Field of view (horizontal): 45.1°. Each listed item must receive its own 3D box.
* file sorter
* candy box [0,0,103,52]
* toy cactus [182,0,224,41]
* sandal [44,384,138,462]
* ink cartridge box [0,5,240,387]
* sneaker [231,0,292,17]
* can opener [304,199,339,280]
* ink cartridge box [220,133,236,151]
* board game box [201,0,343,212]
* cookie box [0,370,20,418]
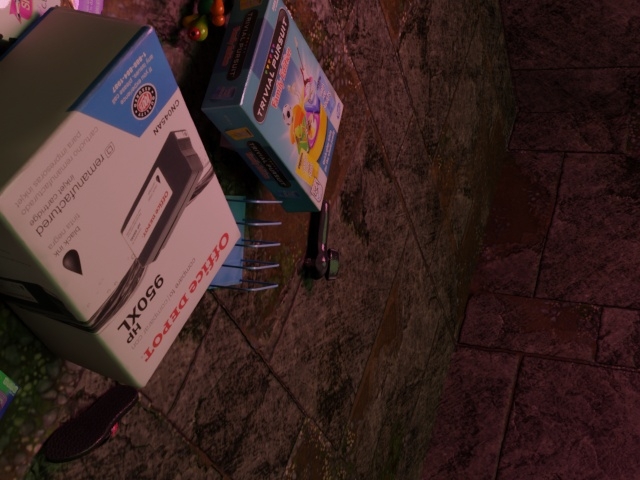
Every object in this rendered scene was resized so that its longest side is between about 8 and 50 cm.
[{"bbox_3d":[-0.139,0.005,1.415,0.118,0.105,0.170,-5,100,-63],"label":"file sorter"},{"bbox_3d":[-0.358,-0.312,0.943,0.196,0.070,0.164,-2,97,-64],"label":"candy box"},{"bbox_3d":[-0.185,-0.432,1.275,0.180,0.112,0.218,-33,124,-81],"label":"toy cactus"},{"bbox_3d":[-0.327,0.275,1.127,0.179,0.067,0.040,-42,143,-58],"label":"sandal"},{"bbox_3d":[-0.279,-0.040,0.972,0.285,0.166,0.395,-60,153,-29],"label":"ink cartridge box"},{"bbox_3d":[-0.113,-0.419,1.440,0.170,0.063,0.074,28,69,-57],"label":"sneaker"},{"bbox_3d":[0.000,0.000,1.761,0.073,0.059,0.186,3,82,-38],"label":"can opener"},{"bbox_3d":[-0.131,-0.179,1.443,0.115,0.063,0.029,13,82,-64],"label":"ink cartridge box"},{"bbox_3d":[-0.072,-0.242,1.401,0.336,0.079,0.253,51,44,-53],"label":"board game box"},{"bbox_3d":[-0.428,0.199,0.928,0.107,0.040,0.091,-66,149,-32],"label":"cookie box"}]
